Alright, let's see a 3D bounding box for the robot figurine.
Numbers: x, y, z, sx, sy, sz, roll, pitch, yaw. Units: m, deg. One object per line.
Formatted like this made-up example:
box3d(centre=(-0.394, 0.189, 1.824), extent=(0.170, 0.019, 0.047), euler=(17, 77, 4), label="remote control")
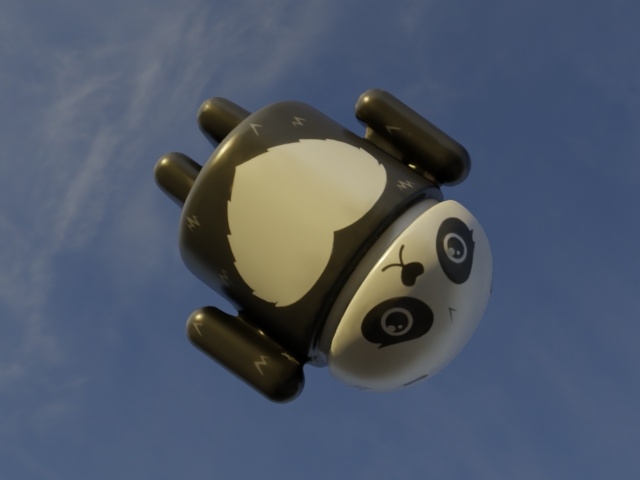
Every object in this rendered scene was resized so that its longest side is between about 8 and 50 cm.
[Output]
box3d(centre=(0.001, -0.002, 0.784), extent=(0.278, 0.173, 0.209), euler=(35, -57, 20), label="robot figurine")
